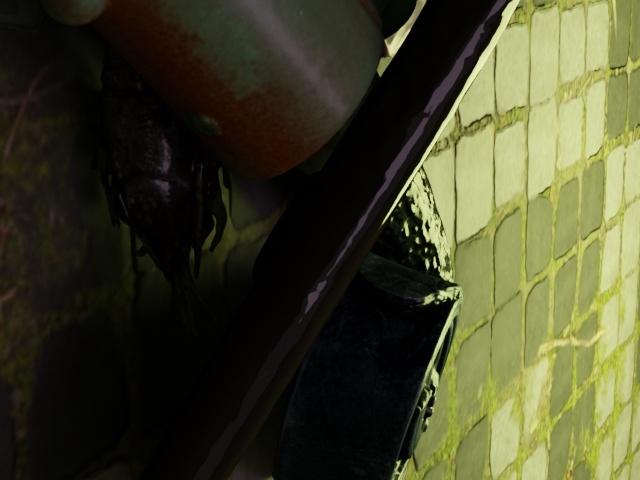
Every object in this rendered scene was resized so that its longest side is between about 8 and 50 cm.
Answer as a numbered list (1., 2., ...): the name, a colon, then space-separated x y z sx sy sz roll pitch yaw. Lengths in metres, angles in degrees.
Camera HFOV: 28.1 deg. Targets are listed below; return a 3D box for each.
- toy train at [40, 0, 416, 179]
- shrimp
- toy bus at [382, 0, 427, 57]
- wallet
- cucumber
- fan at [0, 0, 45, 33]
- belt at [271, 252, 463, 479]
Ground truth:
1. toy train: -0.058 -0.153 0.500 0.285 0.116 0.177 48 58 -40
2. shrimp: -0.071 -0.036 0.592 0.065 0.056 0.165 -43 131 -64
3. toy bus: 0.000 -0.224 0.655 0.112 0.090 0.274 -59 143 -29
4. wallet: 0.000 0.000 0.603 0.310 0.042 0.165 -60 -176 -1
5. cucumber: 0.037 -0.018 0.788 0.241 0.074 0.074 57 47 -52
6. fan: -0.206 -0.064 0.379 0.294 0.012 0.223 49 53 -54
7. belt: 0.026 0.083 0.733 0.190 0.082 0.141 86 26 -68
